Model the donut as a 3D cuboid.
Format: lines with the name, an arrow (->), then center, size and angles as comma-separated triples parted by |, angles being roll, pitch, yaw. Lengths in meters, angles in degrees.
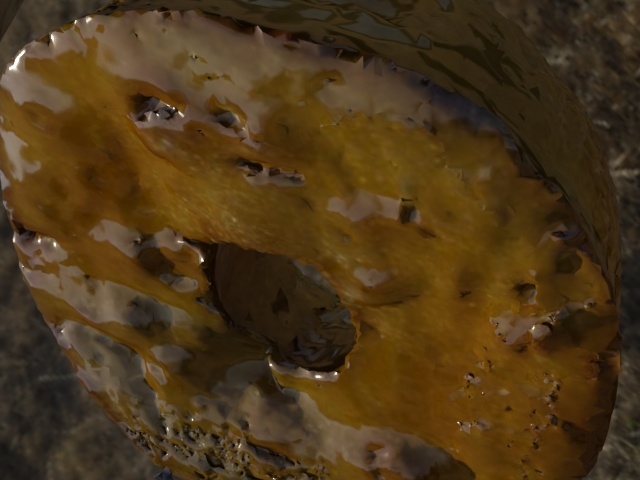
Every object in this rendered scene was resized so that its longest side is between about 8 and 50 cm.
donut -> -0.001, 0.002, 0.516 | 0.277, 0.277, 0.108 | -19, 28, 39

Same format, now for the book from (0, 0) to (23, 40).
book -> -0.060, -0.122, 0.281 | 0.374, 0.028, 0.262 | -90, 23, -58
